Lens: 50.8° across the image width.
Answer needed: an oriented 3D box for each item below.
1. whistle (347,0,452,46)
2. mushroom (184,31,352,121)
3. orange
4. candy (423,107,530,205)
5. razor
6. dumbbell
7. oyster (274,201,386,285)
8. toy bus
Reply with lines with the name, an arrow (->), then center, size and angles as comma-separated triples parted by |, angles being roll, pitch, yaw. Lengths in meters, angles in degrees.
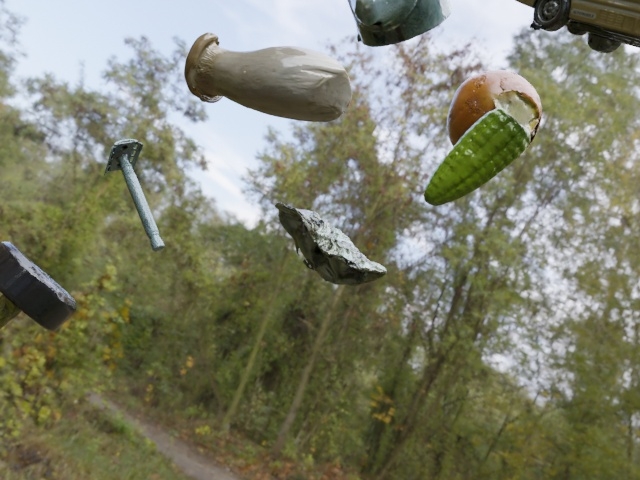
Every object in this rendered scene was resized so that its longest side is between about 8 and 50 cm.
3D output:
whistle -> 0.129, -0.514, 1.328 | 0.404, 0.188, 0.168 | -101, 169, -60
mushroom -> -0.064, -0.203, 0.855 | 0.213, 0.088, 0.097 | 7, -10, 7
orange -> 0.431, -0.302, 1.675 | 0.240, 0.240, 0.240 | 27, -10, 5
candy -> 0.262, -0.136, 1.162 | 0.096, 0.209, 0.097 | 47, 6, -7
razor -> -0.369, -0.083, 1.377 | 0.231, 0.068, 0.106 | 64, -34, 15
dumbbell -> -0.658, 0.176, 1.300 | 0.204, 0.322, 0.203 | 39, -17, 14
oyster -> -0.003, 0.002, 1.337 | 0.252, 0.087, 0.199 | -6, -67, 60
toy bus -> 0.474, -0.358, 0.960 | 0.177, 0.201, 0.365 | 4, 25, -36
